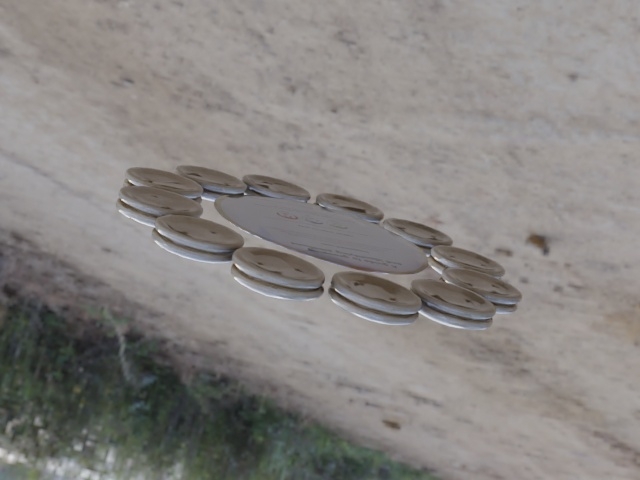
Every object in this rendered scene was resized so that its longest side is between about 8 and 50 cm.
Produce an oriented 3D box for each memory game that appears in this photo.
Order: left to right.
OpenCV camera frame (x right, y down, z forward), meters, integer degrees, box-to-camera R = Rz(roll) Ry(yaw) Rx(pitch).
[{"bbox_3d":[0.000,0.000,0.478,0.186,0.012,0.186,16,-167,-4],"label":"memory game"}]
